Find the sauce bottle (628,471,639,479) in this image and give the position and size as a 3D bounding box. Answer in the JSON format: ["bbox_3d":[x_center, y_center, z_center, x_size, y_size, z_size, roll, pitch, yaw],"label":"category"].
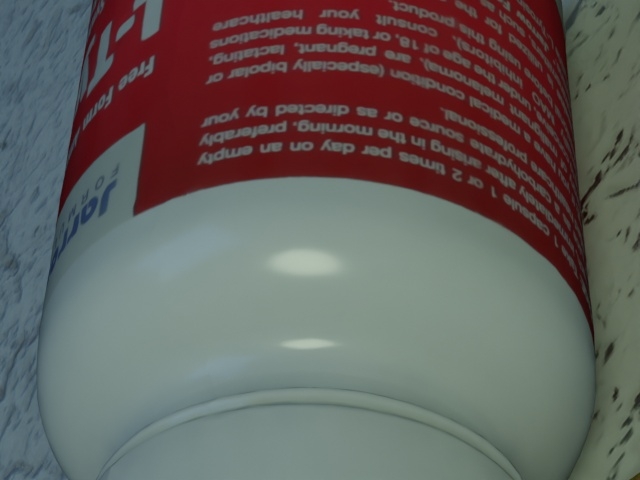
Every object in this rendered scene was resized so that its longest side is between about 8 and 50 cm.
[{"bbox_3d":[0.149,0.086,0.714,0.128,0.042,0.042,-42,32,29],"label":"sauce bottle"}]

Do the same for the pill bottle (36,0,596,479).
[{"bbox_3d":[0.000,0.000,0.850,0.229,0.229,0.407,-41,32,35],"label":"pill bottle"}]
